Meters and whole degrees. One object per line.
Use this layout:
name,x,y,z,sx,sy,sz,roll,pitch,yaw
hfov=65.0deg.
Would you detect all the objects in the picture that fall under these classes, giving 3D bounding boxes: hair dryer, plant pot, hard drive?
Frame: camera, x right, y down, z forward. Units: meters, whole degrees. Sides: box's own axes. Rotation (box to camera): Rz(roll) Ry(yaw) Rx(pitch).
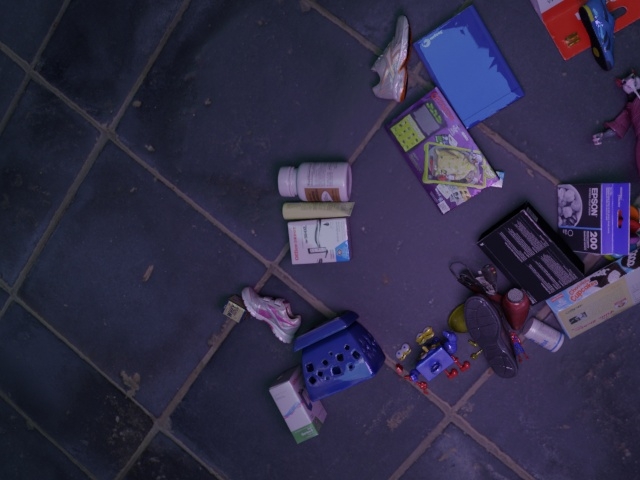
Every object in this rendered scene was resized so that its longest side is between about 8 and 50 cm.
hair dryer,0.556,0.169,1.574,0.080,0.223,0.294,-41,99,-11
plant pot,0.055,0.369,1.671,0.235,0.236,0.212,-29,83,14
hard drive,0.458,-0.530,1.563,0.210,0.040,0.319,-30,90,14

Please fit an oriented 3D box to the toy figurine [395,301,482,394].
toy figurine,0.403,0.374,1.595,0.362,0.217,0.191,-40,87,14

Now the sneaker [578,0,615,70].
sneaker,0.819,-0.596,1.444,0.082,0.069,0.210,-26,106,10

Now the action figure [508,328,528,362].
action figure,0.637,0.340,1.637,0.038,0.030,0.115,-29,88,19

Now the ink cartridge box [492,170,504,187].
ink cartridge box,0.534,-0.198,1.592,0.083,0.028,0.048,11,99,11

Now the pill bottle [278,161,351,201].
pill bottle,-0.017,-0.195,1.662,0.229,0.131,0.131,2,97,12

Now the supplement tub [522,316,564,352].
supplement tub,0.707,0.300,1.594,0.107,0.071,0.071,29,102,8

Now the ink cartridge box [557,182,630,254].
ink cartridge box,0.794,-0.064,1.471,0.045,0.208,0.207,-6,96,-25

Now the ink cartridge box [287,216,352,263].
ink cartridge box,0.000,0.000,1.705,0.202,0.086,0.149,-5,96,12

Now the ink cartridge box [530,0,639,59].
ink cartridge box,0.762,-0.774,1.442,0.308,0.091,0.385,-28,89,14

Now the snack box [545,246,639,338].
snack box,0.853,0.158,1.497,0.321,0.060,0.187,-34,131,14

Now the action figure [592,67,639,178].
action figure,0.947,-0.331,1.404,0.275,0.248,0.371,-1,70,-20

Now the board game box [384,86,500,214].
board game box,0.381,-0.279,1.588,0.208,0.056,0.347,-34,88,29

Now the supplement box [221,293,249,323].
supplement box,-0.296,0.244,1.801,0.083,0.083,0.056,28,102,8

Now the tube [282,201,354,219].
tube,-0.008,-0.102,1.701,0.239,0.062,0.070,-2,74,15

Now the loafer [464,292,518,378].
loafer,0.537,0.286,1.574,0.109,0.095,0.303,-17,106,37

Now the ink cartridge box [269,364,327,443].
ink cartridge box,-0.077,0.567,1.756,0.093,0.154,0.213,-30,89,14

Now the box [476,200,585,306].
box,0.639,0.042,1.535,0.261,0.103,0.184,49,123,3

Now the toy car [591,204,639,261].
toy car,0.884,-0.024,1.481,0.159,0.136,0.182,3,97,12

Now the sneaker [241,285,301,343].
sneaker,-0.166,0.240,1.772,0.252,0.103,0.111,41,99,-2

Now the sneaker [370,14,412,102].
sneaker,0.220,-0.575,1.585,0.120,0.099,0.263,8,97,16
